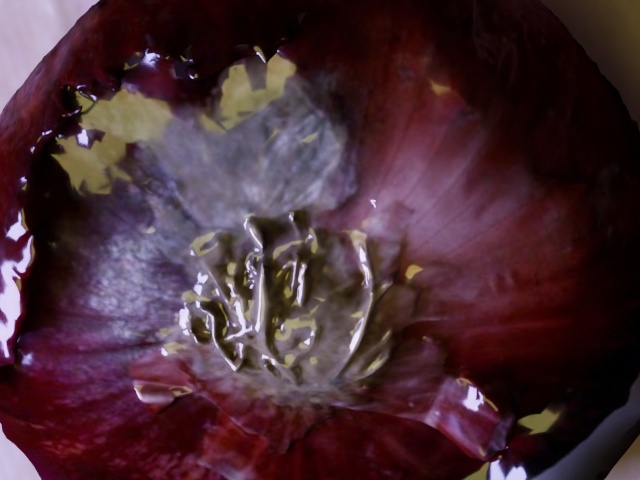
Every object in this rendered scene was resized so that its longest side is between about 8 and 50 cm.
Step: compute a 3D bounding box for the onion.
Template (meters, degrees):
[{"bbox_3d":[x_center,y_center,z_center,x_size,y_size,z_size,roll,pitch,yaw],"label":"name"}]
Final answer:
[{"bbox_3d":[0.000,0.000,0.754,0.272,0.195,0.272,-2,125,-3],"label":"onion"}]
